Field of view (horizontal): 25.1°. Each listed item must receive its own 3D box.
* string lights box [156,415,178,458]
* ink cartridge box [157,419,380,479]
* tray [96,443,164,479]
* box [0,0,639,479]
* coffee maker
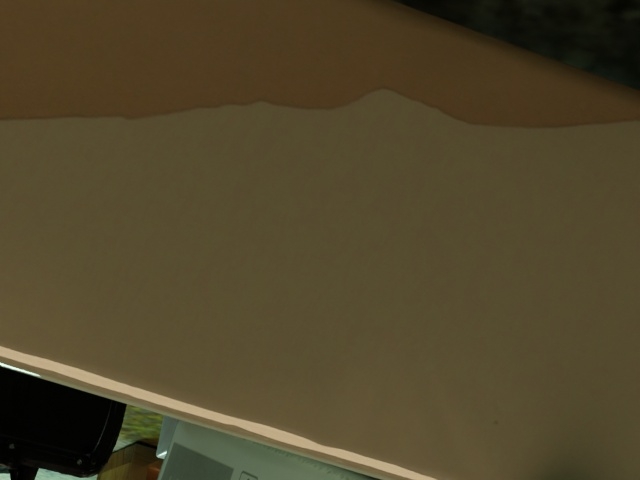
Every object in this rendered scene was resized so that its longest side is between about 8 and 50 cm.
[{"bbox_3d":[0.064,0.100,0.735,0.259,0.077,0.133,21,153,-23],"label":"string lights box"},{"bbox_3d":[0.100,0.142,0.532,0.261,0.066,0.296,21,173,-22],"label":"ink cartridge box"},{"bbox_3d":[0.019,0.304,1.034,0.411,0.203,0.076,21,154,-24],"label":"tray"},{"bbox_3d":[0.000,0.000,0.428,0.311,0.121,0.148,18,175,-12],"label":"box"},{"bbox_3d":[-0.213,0.070,0.748,0.171,0.120,0.178,43,141,-22],"label":"coffee maker"}]
